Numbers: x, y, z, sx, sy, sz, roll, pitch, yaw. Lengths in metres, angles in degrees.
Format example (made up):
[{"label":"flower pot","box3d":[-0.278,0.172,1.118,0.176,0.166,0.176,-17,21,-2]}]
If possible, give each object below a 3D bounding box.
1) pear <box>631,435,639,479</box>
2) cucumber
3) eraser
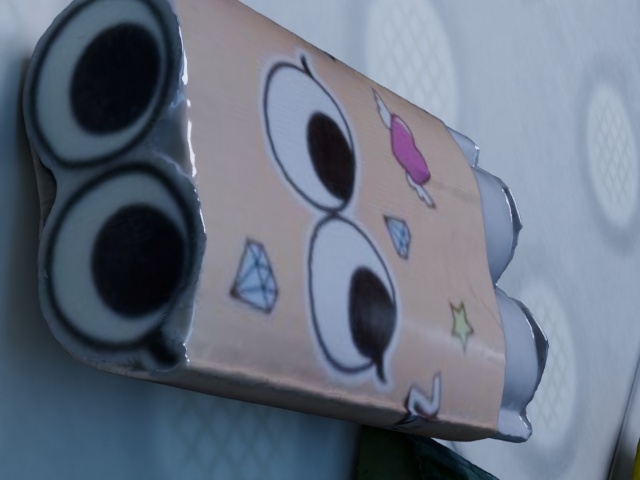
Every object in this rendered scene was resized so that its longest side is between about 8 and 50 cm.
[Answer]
[{"label":"pear","box3d":[0.349,0.249,0.968,0.285,0.285,0.336,-5,87,-59]},{"label":"cucumber","box3d":[0.062,0.158,0.720,0.115,0.062,0.116,36,53,-46]},{"label":"eraser","box3d":[0.000,0.000,0.614,0.290,0.087,0.171,21,57,-55]}]
